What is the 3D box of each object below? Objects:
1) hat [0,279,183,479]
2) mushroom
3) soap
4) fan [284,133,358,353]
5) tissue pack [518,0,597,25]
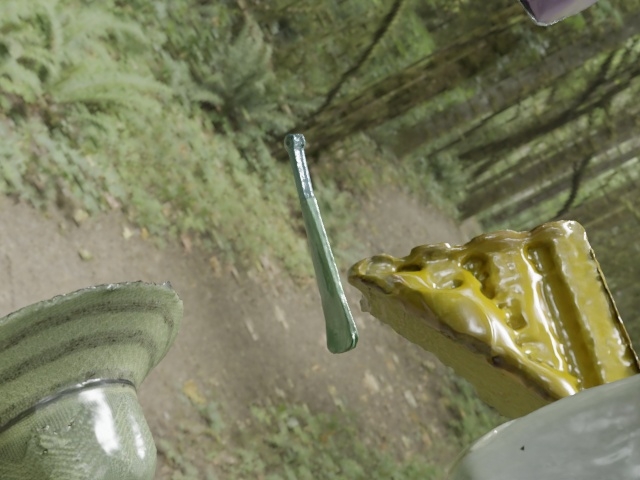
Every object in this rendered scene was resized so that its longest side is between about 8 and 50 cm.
[{"bbox_3d":[-0.169,0.140,0.633,0.110,0.252,0.252,56,6,19],"label":"hat"},{"bbox_3d":[0.252,0.109,0.610,0.159,0.328,0.122,54,-11,-2],"label":"mushroom"},{"bbox_3d":[0.213,0.163,1.156,0.169,0.304,0.339,82,-5,-57],"label":"soap"},{"bbox_3d":[0.000,0.000,0.823,0.016,0.038,0.193,-7,79,-36],"label":"fan"},{"bbox_3d":[0.198,-0.310,0.507,0.160,0.338,0.242,-34,89,-41],"label":"tissue pack"}]
